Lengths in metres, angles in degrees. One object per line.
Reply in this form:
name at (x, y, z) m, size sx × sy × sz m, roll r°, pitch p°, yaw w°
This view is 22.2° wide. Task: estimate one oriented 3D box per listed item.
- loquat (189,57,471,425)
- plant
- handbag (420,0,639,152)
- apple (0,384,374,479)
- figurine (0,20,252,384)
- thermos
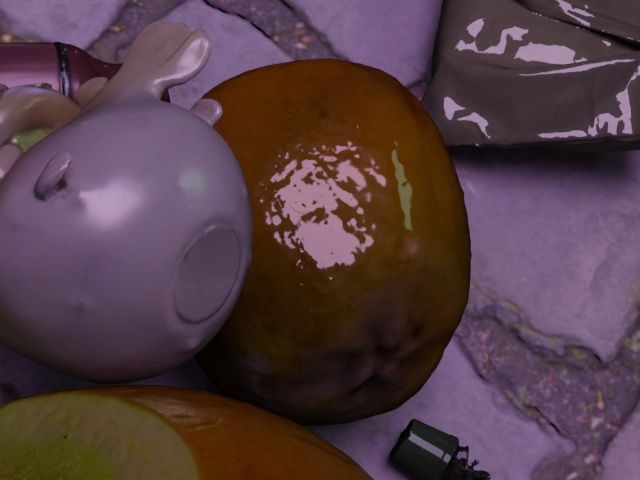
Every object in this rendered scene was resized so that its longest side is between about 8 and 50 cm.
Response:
loquat at (0.000, 0.000, 1.316) m, size 0.276 × 0.276 × 0.284 m, roll -11°, pitch 49°, yaw -21°
plant at (0.111, 0.192, 1.370) m, size 0.102 × 0.051 × 0.051 m, roll 31°, pitch 58°, yaw -4°
handbag at (0.229, -0.214, 1.580) m, size 0.253 × 0.109 × 0.316 m, roll 7°, pitch 58°, yaw 5°
apple at (-0.113, 0.274, 1.069) m, size 0.384 × 0.374 × 0.374 m, roll 0°, pitch 61°, yaw -23°
figurine at (-0.206, -0.069, 1.197) m, size 0.394 × 0.226 × 0.274 m, roll 26°, pitch 70°, yaw 33°
thermos at (-0.296, -0.116, 1.409) m, size 0.330 × 0.136 × 0.110 m, roll -2°, pitch 90°, yaw -16°
